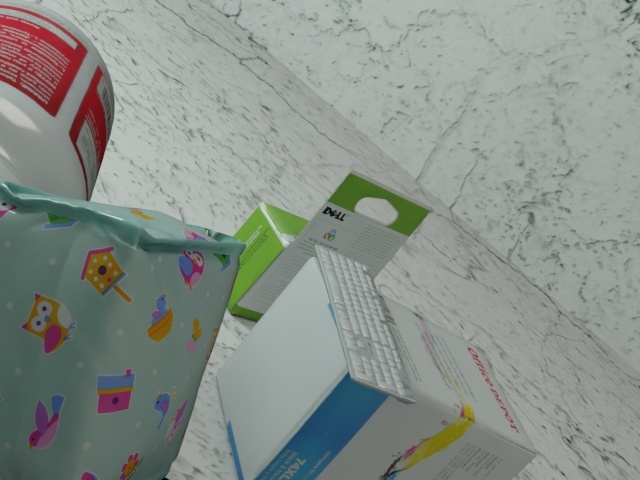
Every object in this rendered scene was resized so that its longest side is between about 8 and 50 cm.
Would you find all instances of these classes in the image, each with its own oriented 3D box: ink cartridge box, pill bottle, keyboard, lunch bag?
[{"bbox_3d":[0.058,0.194,1.196,0.270,0.197,0.198,29,20,-28],"label":"ink cartridge box"},{"bbox_3d":[-0.329,-0.077,1.015,0.229,0.229,0.407,34,18,-18],"label":"pill bottle"},{"bbox_3d":[0.000,0.000,1.451,0.189,0.255,0.097,22,25,-46],"label":"ink cartridge box"},{"bbox_3d":[0.041,0.079,1.096,0.072,0.014,0.256,29,20,-22],"label":"keyboard"},{"bbox_3d":[-0.165,0.082,0.853,0.160,0.223,0.262,15,1,17],"label":"lunch bag"}]

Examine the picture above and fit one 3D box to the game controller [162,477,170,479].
[{"bbox_3d":[-0.197,0.228,0.815,0.319,0.067,0.166,20,26,-48],"label":"game controller"}]
